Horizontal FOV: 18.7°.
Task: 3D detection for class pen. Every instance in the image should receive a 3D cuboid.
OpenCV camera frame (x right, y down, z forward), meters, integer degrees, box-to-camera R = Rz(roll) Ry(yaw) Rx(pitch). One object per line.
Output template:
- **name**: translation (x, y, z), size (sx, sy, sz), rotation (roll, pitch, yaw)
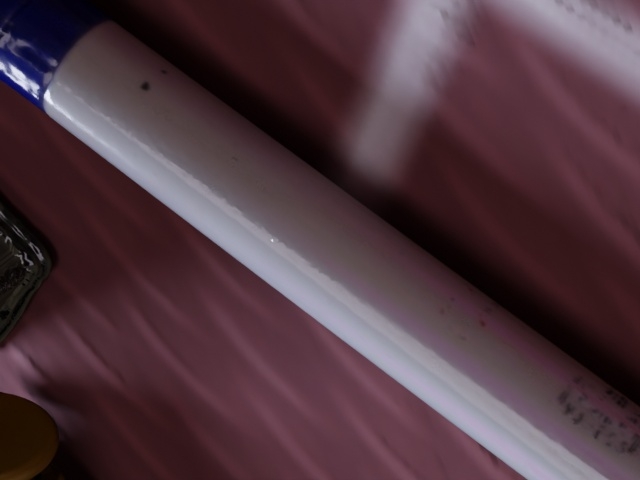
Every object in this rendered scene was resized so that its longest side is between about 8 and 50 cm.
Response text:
- **pen**: translation (0.000, 0.000, 0.459), size (0.269, 0.033, 0.033), rotation (36, 137, 11)

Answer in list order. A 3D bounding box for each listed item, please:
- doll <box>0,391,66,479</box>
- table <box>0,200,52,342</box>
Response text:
- **doll**: translation (-0.108, 0.115, 0.594), size (0.073, 0.084, 0.127), rotation (20, 125, 28)
- **table**: translation (-0.136, 0.013, 0.540), size (0.079, 0.083, 0.062), rotation (45, 139, 3)
